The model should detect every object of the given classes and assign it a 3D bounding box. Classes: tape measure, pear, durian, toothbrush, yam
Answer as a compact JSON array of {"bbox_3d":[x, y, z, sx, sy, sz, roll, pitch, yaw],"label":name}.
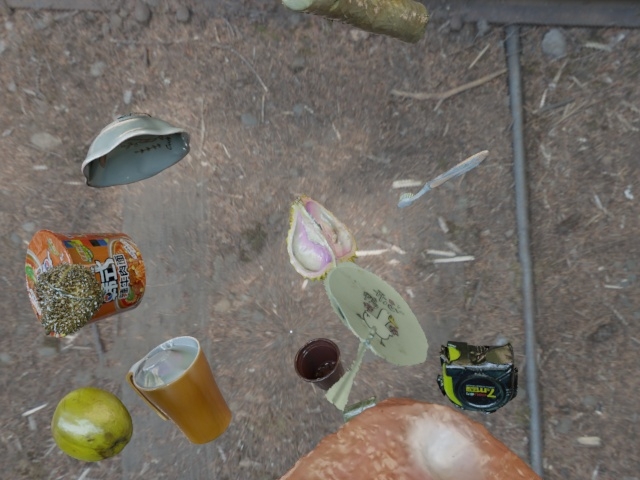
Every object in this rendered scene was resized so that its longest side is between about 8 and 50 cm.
[{"bbox_3d":[0.392,0.339,1.681,0.199,0.112,0.186,1,124,15],"label":"tape measure"},{"bbox_3d":[-0.470,0.379,1.381,0.162,0.149,0.148,26,82,12],"label":"pear"},{"bbox_3d":[0.002,0.000,1.457,0.183,0.132,0.165,27,65,18],"label":"durian"},{"bbox_3d":[0.302,-0.152,1.706,0.028,0.375,0.037,26,65,-18],"label":"toothbrush"},{"bbox_3d":[-0.289,0.068,0.761,0.080,0.080,0.091,36,96,3],"label":"durian"},{"bbox_3d":[0.091,0.375,1.477,0.094,0.043,0.043,-27,84,22],"label":"yam"},{"bbox_3d":[0.056,-0.327,0.942,0.066,0.300,0.066,6,100,39],"label":"yam"}]

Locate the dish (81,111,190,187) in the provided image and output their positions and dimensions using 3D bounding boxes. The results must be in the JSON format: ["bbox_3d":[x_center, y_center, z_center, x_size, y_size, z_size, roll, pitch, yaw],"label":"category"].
[{"bbox_3d":[-0.364,-0.186,1.294,0.230,0.229,0.081,-24,81,-5],"label":"dish"}]

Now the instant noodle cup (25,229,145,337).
[{"bbox_3d":[-0.547,0.089,1.579,0.192,0.250,0.250,-9,80,-47],"label":"instant noodle cup"}]

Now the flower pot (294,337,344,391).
[{"bbox_3d":[0.008,0.288,1.514,0.111,0.089,0.111,-15,49,18],"label":"flower pot"}]

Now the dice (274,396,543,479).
[{"bbox_3d":[0.034,0.206,0.347,0.174,0.174,0.179,43,38,20],"label":"dice"}]

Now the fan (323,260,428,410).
[{"bbox_3d":[0.082,0.157,1.109,0.233,0.414,0.012,39,116,-2],"label":"fan"}]

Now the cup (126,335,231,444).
[{"bbox_3d":[-0.356,0.383,1.689,0.226,0.182,0.263,-12,121,23],"label":"cup"}]
